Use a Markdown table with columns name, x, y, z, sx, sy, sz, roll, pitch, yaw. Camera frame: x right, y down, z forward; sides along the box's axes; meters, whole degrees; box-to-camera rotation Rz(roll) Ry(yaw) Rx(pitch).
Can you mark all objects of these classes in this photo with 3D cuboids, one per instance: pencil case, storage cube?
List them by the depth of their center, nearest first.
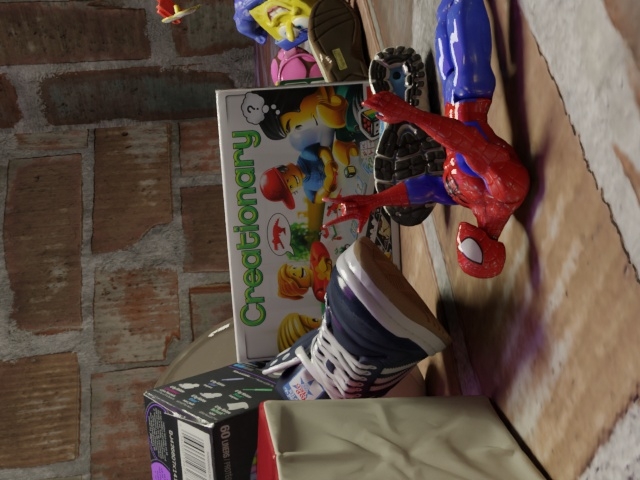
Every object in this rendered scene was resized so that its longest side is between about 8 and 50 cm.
| name | x | y | z | sx | sy | sz | roll | pitch | yaw |
| --- | --- | --- | --- | --- | --- | --- | --- | --- | --- |
| storage cube | 0.049 | 0.235 | 0.627 | 0.184 | 0.215 | 0.193 | -116 | 28 | -73 |
| pencil case | -0.038 | -0.284 | 1.502 | 0.098 | 0.095 | 0.209 | 55 | -179 | -15 |

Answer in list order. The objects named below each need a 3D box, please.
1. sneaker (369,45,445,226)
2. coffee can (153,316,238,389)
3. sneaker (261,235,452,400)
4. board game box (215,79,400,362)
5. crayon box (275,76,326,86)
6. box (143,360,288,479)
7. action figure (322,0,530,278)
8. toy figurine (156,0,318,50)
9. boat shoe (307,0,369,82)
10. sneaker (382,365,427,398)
| name | x | y | z | sx | sy | sz | roll | pitch | yaw |
| --- | --- | --- | --- | --- | --- | --- | --- | --- | --- |
| sneaker | 0.083 | -0.091 | 0.812 | 0.073 | 0.063 | 0.162 | 40 | -132 | -74 |
| coffee can | -0.071 | 0.264 | 1.211 | 0.275 | 0.201 | 0.201 | 55 | -175 | -21 |
| sneaker | 0.020 | 0.091 | 0.725 | 0.099 | 0.153 | 0.282 | 53 | -178 | 15 |
| board game box | -0.010 | -0.022 | 1.001 | 0.053 | 0.193 | 0.305 | -125 | 31 | -78 |
| crayon box | 0.000 | 0.000 | 1.306 | 0.313 | 0.106 | 0.363 | 96 | 166 | -64 |
| box | -0.041 | 0.225 | 1.005 | 0.143 | 0.270 | 0.165 | 10 | 108 | 49 |
| action figure | 0.062 | -0.109 | 0.598 | 0.091 | 0.139 | 0.280 | 133 | 129 | -82 |
| toy figurine | -0.031 | -0.372 | 1.238 | 0.362 | 0.217 | 0.191 | -18 | 53 | 39 |
| boat shoe | 0.025 | -0.222 | 1.122 | 0.072 | 0.068 | 0.190 | 74 | -174 | -58 |
| sneaker | 0.080 | 0.210 | 0.912 | 0.092 | 0.087 | 0.229 | -118 | 16 | -58 |
